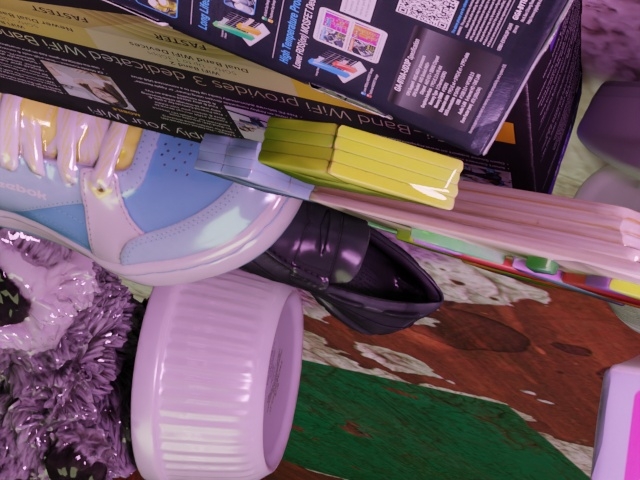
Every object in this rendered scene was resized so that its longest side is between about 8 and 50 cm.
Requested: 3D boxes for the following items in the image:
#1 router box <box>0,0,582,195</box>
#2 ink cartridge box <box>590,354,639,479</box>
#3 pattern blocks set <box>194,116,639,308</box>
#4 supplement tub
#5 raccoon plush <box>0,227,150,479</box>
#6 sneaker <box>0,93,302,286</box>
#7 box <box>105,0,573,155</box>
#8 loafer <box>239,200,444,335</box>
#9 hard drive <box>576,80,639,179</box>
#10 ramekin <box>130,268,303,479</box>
[{"bbox_3d":[-0.044,-0.115,0.621,0.309,0.081,0.243,15,164,14],"label":"router box"},{"bbox_3d":[0.272,0.087,0.528,0.311,0.065,0.186,5,-177,23],"label":"ink cartridge box"},{"bbox_3d":[0.101,0.006,0.566,0.285,0.026,0.325,18,178,-28],"label":"pattern blocks set"},{"bbox_3d":[0.182,0.006,0.788,0.071,0.071,0.107,11,163,27],"label":"supplement tub"},{"bbox_3d":[-0.227,0.021,1.264,0.216,0.299,0.446,11,-161,8],"label":"raccoon plush"},{"bbox_3d":[-0.178,-0.071,0.857,0.319,0.127,0.208,7,162,35],"label":"sneaker"},{"bbox_3d":[-0.004,-0.119,0.377,0.175,0.051,0.220,22,157,2],"label":"box"},{"bbox_3d":[0.000,0.000,0.998,0.078,0.076,0.223,-15,144,40],"label":"loafer"},{"bbox_3d":[0.240,-0.002,0.550,0.203,0.040,0.307,27,-178,-11],"label":"hard drive"},{"bbox_3d":[-0.084,0.117,1.253,0.109,0.207,0.207,7,163,10],"label":"ramekin"}]
